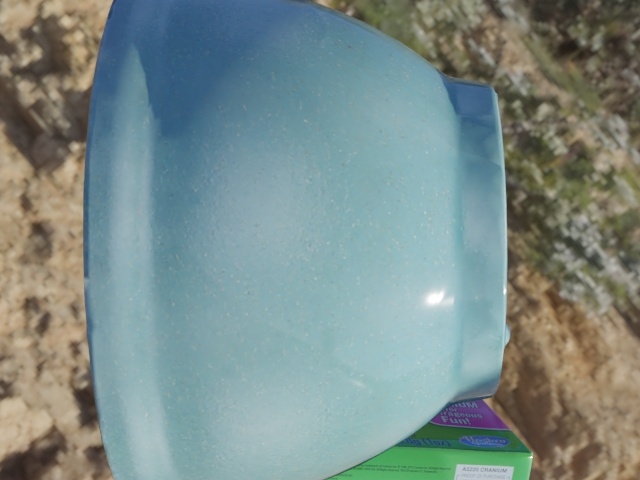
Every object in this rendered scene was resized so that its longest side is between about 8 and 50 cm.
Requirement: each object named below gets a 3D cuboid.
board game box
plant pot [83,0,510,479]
[{"bbox_3d":[0.000,0.132,0.976,0.242,0.064,0.316,5,14,-15],"label":"board game box"},{"bbox_3d":[0.000,0.000,0.656,0.293,0.196,0.293,-1,90,-87],"label":"plant pot"}]
